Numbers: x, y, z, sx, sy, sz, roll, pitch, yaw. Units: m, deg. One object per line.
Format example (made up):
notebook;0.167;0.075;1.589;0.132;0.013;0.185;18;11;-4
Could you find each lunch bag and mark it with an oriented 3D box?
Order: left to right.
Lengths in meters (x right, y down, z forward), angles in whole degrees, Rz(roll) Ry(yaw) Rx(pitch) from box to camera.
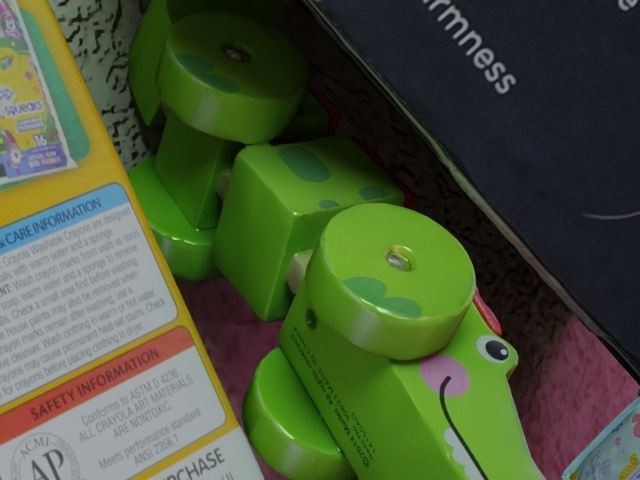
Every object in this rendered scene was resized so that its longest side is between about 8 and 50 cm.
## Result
lunch bag;0.160;0.100;0.752;0.071;0.083;0.053;35;17;-20

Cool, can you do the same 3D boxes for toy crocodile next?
toy crocodile;0.000;0.000;0.750;0.105;0.115;0.340;-10;48;-32

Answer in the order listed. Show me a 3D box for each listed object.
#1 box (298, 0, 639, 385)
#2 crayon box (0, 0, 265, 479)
box;0.227;-0.203;0.814;0.472;0.297;0.480;-40;119;6
crayon box;-0.159;0.031;0.672;0.203;0.083;0.323;-26;94;-44
